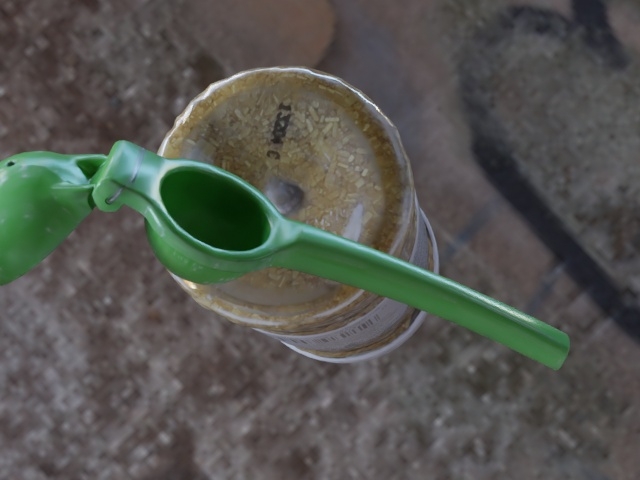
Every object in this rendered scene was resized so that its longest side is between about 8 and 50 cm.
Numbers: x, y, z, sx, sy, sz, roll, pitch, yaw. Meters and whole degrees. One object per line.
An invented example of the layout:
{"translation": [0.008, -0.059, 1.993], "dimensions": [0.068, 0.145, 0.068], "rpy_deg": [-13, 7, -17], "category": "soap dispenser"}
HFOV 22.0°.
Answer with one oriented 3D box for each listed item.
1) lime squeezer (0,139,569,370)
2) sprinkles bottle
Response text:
{"translation": [-0.066, 0.016, 0.620], "dimensions": [0.310, 0.110, 0.059], "rpy_deg": [-5, 15, 9], "category": "lime squeezer"}
{"translation": [0.000, 0.000, 0.887], "dimensions": [0.121, 0.121, 0.355], "rpy_deg": [-44, -9, -1], "category": "sprinkles bottle"}
